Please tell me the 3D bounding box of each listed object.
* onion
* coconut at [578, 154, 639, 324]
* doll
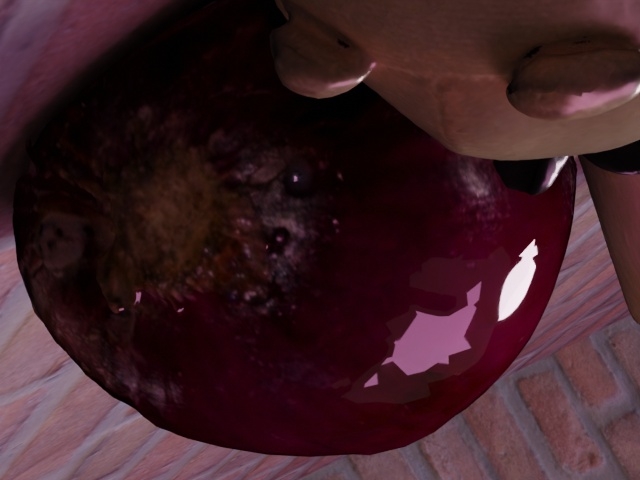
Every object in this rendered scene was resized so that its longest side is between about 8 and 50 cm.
[{"bbox_3d":[0.000,0.000,1.038,0.336,0.260,0.282,-35,172,20],"label":"onion"},{"bbox_3d":[0.275,-0.041,1.042,0.233,0.245,0.233,-20,-157,9],"label":"coconut"},{"bbox_3d":[0.116,-0.140,0.805,0.247,0.247,0.349,-37,180,29],"label":"doll"}]
